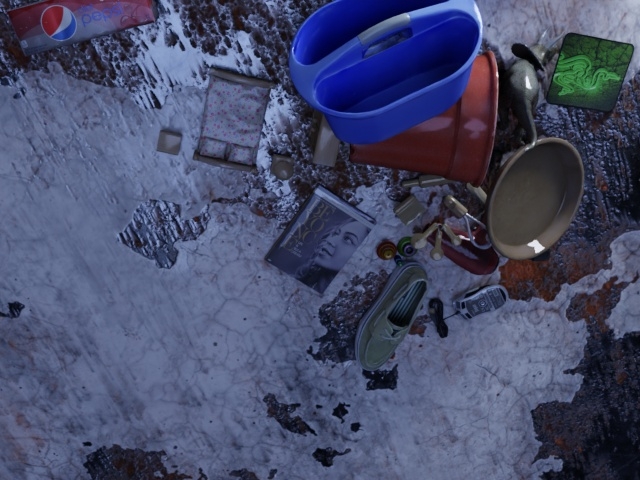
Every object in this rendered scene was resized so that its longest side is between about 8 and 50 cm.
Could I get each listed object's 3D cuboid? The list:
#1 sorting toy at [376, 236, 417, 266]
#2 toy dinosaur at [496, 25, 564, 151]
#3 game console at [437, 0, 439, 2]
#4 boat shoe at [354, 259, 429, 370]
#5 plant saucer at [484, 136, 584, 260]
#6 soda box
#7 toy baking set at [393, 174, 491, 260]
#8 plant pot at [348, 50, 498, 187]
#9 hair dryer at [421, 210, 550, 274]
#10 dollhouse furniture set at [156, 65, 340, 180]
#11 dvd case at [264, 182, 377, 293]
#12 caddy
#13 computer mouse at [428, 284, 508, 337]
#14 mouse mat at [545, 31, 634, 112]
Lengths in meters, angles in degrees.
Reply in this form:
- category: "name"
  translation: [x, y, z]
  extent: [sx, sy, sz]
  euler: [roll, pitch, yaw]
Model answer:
- category: "sorting toy"
  translation: [0.181, 0.029, 1.627]
  extent: [0.102, 0.042, 0.061]
  euler: [-7, 112, -3]
- category: "toy dinosaur"
  translation: [0.403, -0.301, 1.432]
  extent: [0.121, 0.313, 0.160]
  euler: [13, 137, 17]
- category: "game console"
  translation: [0.195, -0.617, 1.299]
  extent: [0.293, 0.173, 0.250]
  euler: [32, 106, -17]
- category: "boat shoe"
  translation: [0.164, 0.189, 1.661]
  extent: [0.109, 0.094, 0.302]
  euler: [18, 109, -12]
- category: "plant saucer"
  translation: [0.456, -0.090, 1.514]
  extent: [0.278, 0.041, 0.277]
  euler: [-14, 119, -27]
- category: "soda box"
  translation: [-0.453, -0.437, 1.356]
  extent: [0.264, 0.083, 0.092]
  euler: [-15, 113, 0]
- category: "toy baking set"
  translation: [0.296, -0.064, 1.570]
  extent: [0.256, 0.030, 0.196]
  euler: [-14, 89, 2]
- category: "plant pot"
  translation: [0.194, -0.248, 1.413]
  extent: [0.265, 0.272, 0.272]
  euler: [3, 112, 2]
- category: "hair dryer"
  translation: [0.375, -0.031, 1.621]
  extent: [0.294, 0.080, 0.223]
  euler: [-13, 96, -5]
- category: "dollhouse furniture set"
  translation: [-0.134, -0.273, 1.405]
  extent: [0.356, 0.174, 0.303]
  euler: [10, 110, -10]
- category: "dvd case"
  translation: [0.000, 0.000, 1.611]
  extent: [0.165, 0.018, 0.221]
  euler: [32, 105, -16]
- category: "caddy"
  translation: [0.113, -0.326, 1.230]
  extent: [0.342, 0.179, 0.241]
  euler: [-26, 71, -2]
- category: "computer mouse"
  translation: [0.360, 0.158, 1.699]
  extent: [0.193, 0.042, 0.106]
  euler: [-23, 108, 10]
- category: "mouse mat"
  translation: [0.580, -0.358, 1.508]
  extent: [0.190, 0.007, 0.152]
  euler: [3, 112, -20]
